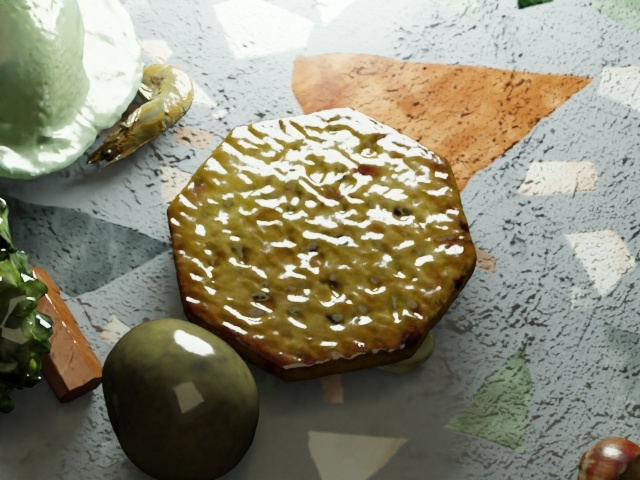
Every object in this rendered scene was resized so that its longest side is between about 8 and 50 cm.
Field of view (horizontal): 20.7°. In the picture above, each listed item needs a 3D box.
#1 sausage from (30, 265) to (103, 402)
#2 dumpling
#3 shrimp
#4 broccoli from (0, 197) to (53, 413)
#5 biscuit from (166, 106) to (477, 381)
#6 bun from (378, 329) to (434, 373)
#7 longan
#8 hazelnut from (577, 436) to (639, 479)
[{"bbox_3d":[-0.304,0.095,1.946,0.065,0.065,0.169,-29,78,-13],"label":"sausage"},{"bbox_3d":[-0.353,-0.225,1.970,0.270,0.212,0.320,15,79,10],"label":"dumpling"},{"bbox_3d":[-0.222,-0.152,2.043,0.162,0.045,0.095,-39,78,-13],"label":"shrimp"},{"bbox_3d":[-0.445,0.066,1.801,0.348,0.281,0.293,39,99,-11],"label":"broccoli"},{"bbox_3d":[0.000,0.001,1.975,0.359,0.046,0.359,-1,58,1],"label":"biscuit"},{"bbox_3d":[0.083,0.112,1.972,0.086,0.055,0.086,7,66,-16],"label":"bun"},{"bbox_3d":[-0.151,0.171,1.875,0.167,0.167,0.187,-42,78,-15],"label":"longan"},{"bbox_3d":[0.323,0.258,1.929,0.086,0.086,0.086,1,71,-3],"label":"hazelnut"}]
